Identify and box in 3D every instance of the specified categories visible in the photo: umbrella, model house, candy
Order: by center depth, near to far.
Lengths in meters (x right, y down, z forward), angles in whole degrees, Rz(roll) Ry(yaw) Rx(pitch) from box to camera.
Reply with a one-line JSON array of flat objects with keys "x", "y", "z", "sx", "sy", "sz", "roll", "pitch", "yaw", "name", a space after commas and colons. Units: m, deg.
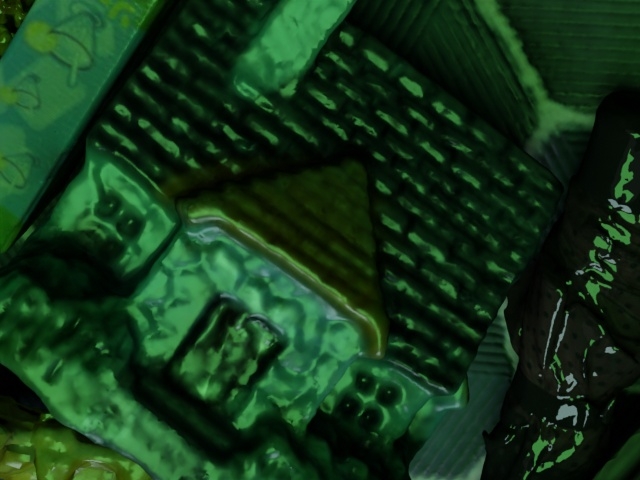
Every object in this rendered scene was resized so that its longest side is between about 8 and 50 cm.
[{"x": 0.000, "y": 0.000, "z": 0.670, "sx": 0.261, "sy": 0.226, "sz": 0.241, "roll": 35, "pitch": 104, "yaw": -9, "name": "model house"}, {"x": -0.144, "y": -0.092, "z": 0.717, "sx": 0.062, "sy": 0.097, "sz": 0.194, "roll": 34, "pitch": 115, "yaw": -7, "name": "candy"}, {"x": 0.151, "y": 0.068, "z": 0.743, "sx": 0.090, "sy": 0.094, "sz": 0.326, "roll": 7, "pitch": 116, "yaw": -8, "name": "umbrella"}]

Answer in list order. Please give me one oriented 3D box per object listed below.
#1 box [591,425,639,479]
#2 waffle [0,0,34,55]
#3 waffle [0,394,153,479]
[{"x": 0.302, "y": 0.247, "z": 0.738, "sx": 0.367, "sy": 0.090, "sz": 0.373, "roll": 42, "pitch": 92, "yaw": -10, "name": "box"}, {"x": -0.260, "y": -0.170, "z": 0.717, "sx": 0.197, "sy": 0.070, "sz": 0.193, "roll": -19, "pitch": 109, "yaw": 18, "name": "waffle"}, {"x": -0.153, "y": 0.125, "z": 0.763, "sx": 0.291, "sy": 0.291, "sz": 0.051, "roll": 10, "pitch": 78, "yaw": 5, "name": "waffle"}]
